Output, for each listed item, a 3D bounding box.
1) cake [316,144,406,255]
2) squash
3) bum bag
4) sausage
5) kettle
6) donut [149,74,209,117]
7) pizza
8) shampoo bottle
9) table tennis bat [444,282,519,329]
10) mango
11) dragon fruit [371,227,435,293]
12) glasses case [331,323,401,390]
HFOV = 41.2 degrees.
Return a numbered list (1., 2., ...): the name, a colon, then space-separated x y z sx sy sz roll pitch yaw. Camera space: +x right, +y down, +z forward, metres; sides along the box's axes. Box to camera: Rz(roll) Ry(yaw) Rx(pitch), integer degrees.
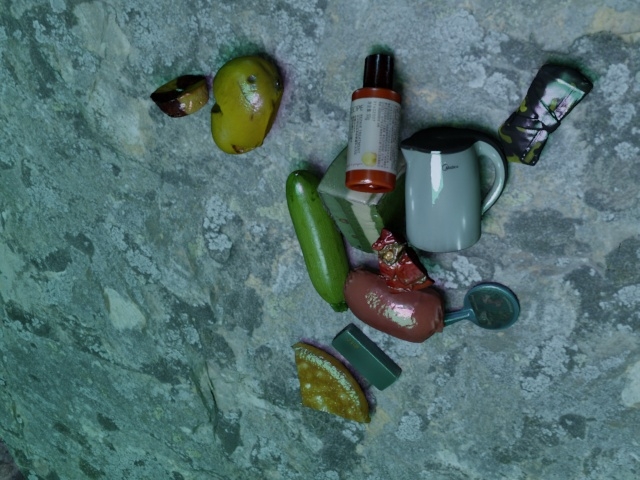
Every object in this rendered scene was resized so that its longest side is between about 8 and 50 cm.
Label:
1. cake: 0.125 -0.092 1.924 0.158 0.172 0.284 18 159 25
2. squash: 0.000 0.000 2.008 0.107 0.107 0.395 -2 121 28
3. bum bag: 0.428 -0.243 1.664 0.106 0.060 0.232 41 128 11
4. sausage: 0.176 0.150 1.990 0.254 0.148 0.148 19 126 21
5. kettle: 0.281 -0.118 1.773 0.221 0.161 0.237 -7 117 0
6. donut: -0.320 -0.331 1.958 0.140 0.140 0.059 -1 127 28
7. pizza: 0.016 0.390 2.274 0.292 0.058 0.197 44 130 -1
8. shampoo bottle: 0.111 -0.241 1.735 0.104 0.104 0.278 1 81 27
9. table tennis bat: 0.362 0.163 1.970 0.201 0.033 0.124 -20 107 30
10. mango: -0.173 -0.295 1.907 0.167 0.130 0.262 32 133 14
11. dragon fruit: 0.186 0.033 1.851 0.092 0.122 0.192 10 150 36
12. glasses case: 0.117 0.299 2.175 0.184 0.039 0.078 44 129 -3
